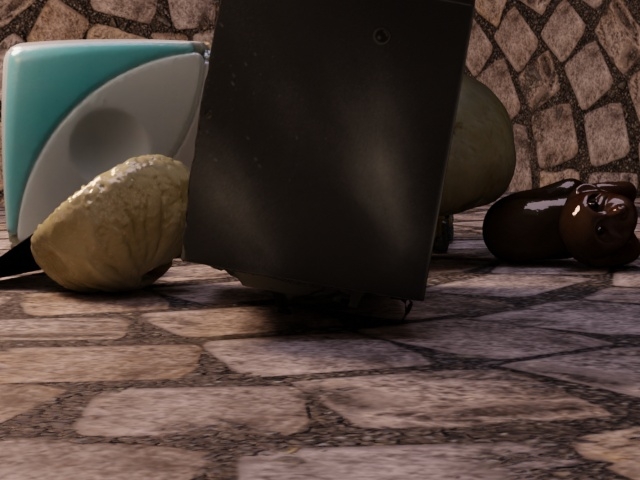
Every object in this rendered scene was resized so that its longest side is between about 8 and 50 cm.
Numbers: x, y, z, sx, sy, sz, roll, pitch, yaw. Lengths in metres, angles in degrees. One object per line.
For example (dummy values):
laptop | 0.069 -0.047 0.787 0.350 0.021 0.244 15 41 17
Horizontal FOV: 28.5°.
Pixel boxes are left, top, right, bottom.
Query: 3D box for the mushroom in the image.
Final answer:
mushroom | 0.121 -0.130 1.863 0.352 0.260 0.352 7 18 -2

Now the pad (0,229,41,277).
pad | -0.359 0.008 1.689 0.170 0.006 0.245 -33 -5 19

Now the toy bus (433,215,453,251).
toy bus | 0.164 -0.053 2.143 0.121 0.123 0.335 -1 5 9

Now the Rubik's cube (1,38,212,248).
Rubik's cube | -0.334 -0.157 2.107 0.352 0.352 0.347 1 5 -3

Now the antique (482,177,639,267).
antique | 0.340 -0.022 1.775 0.143 0.121 0.257 -12 10 -37

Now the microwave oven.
microwave oven | 0.005 -0.106 1.359 0.236 0.374 0.432 9 1 0

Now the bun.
bun | -0.237 -0.007 1.543 0.220 0.134 0.220 -32 -8 -5
